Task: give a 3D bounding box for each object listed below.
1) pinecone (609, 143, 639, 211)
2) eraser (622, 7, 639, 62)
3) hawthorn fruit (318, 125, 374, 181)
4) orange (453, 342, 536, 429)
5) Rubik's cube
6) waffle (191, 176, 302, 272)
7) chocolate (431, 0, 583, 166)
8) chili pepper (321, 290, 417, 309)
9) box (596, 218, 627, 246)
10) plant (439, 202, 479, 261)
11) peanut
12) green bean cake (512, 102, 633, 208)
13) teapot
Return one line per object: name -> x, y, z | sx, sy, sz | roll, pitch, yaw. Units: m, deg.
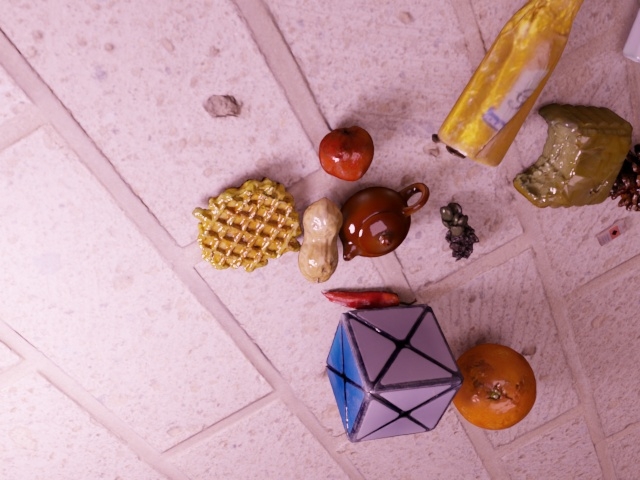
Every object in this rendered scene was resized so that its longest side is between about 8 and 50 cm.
pinecone -> 0.806, -0.157, 1.611 | 0.195, 0.150, 0.179 | -16, 127, -7
eraser -> 0.790, -0.521, 1.387 | 0.189, 0.104, 0.290 | 1, 122, -15
hawthorn fruit -> 0.054, -0.184, 1.366 | 0.128, 0.128, 0.128 | -9, 126, -13
orange -> 0.493, 0.417, 1.850 | 0.246, 0.246, 0.246 | -9, 126, -13
Rubik's cube -> 0.180, 0.337, 1.648 | 0.255, 0.259, 0.260 | -4, 140, -17
waffle -> -0.160, -0.025, 1.435 | 0.238, 0.058, 0.243 | -18, 130, -6
chocolate -> 0.402, -0.368, 1.335 | 0.162, 0.162, 0.445 | 15, 116, -27
chili pepper -> 0.128, 0.156, 1.663 | 0.268, 0.050, 0.059 | 6, 145, -22
box -> 0.811, -0.022, 1.793 | 0.083, 0.012, 0.046 | -35, 127, 7
plant -> 0.340, -0.024, 1.595 | 0.085, 0.087, 0.174 | -47, 130, -29
peanut -> 0.000, 0.000, 1.454 | 0.098, 0.103, 0.229 | -14, 125, -29
green bean cake -> 0.600, -0.195, 1.532 | 0.233, 0.124, 0.236 | 0, 124, -18
teapot -> 0.148, -0.041, 1.482 | 0.252, 0.135, 0.178 | -36, 131, 9
